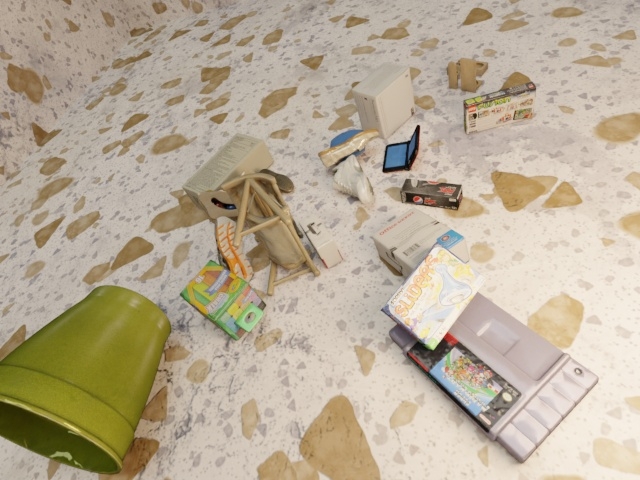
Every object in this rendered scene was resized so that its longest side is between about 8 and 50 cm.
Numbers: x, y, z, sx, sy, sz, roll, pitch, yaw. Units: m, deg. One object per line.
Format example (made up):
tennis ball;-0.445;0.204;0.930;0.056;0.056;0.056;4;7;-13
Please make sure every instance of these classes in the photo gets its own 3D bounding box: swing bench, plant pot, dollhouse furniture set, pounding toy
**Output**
swing bench;-0.141;-0.030;1.138;0.165;0.253;0.254;-23;49;2
plant pot;-0.560;0.313;0.991;0.367;0.366;0.352;-2;40;20
dollhouse furniture set;0.535;-0.647;1.465;0.144;0.123;0.151;27;66;36
pounding toy;-0.260;-0.154;1.308;0.270;0.155;0.154;-11;84;-16

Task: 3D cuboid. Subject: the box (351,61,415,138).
box;0.228;-0.494;1.421;0.182;0.180;0.119;-44;50;-16

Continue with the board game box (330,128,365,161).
board game box;0.101;-0.330;1.438;0.133;0.033;0.168;-10;48;19

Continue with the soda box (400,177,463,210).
soda box;0.324;-0.136;1.177;0.169;0.053;0.060;12;58;28

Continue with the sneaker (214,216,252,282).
sneaker;-0.272;0.032;1.178;0.083;0.214;0.084;8;29;40

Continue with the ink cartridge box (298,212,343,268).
ink cartridge box;0.000;0.000;1.161;0.056;0.099;0.135;-31;47;-4

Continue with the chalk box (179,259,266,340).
chalk box;-0.249;0.172;1.096;0.213;0.132;0.132;23;64;34

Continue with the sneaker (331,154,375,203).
sneaker;0.098;-0.178;1.289;0.115;0.090;0.232;-27;39;8

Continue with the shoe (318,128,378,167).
shoe;0.101;-0.313;1.365;0.219;0.076;0.058;-24;90;4

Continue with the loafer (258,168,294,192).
loafer;-0.153;-0.208;1.427;0.148;0.050;0.056;33;72;21

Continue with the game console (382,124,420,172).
game console;0.265;-0.301;1.318;0.085;0.124;0.143;14;55;-2

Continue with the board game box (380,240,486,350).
board game box;0.248;0.119;0.885;0.136;0.035;0.201;39;77;10

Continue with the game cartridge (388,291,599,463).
game cartridge;0.343;0.247;0.855;0.230;0.068;0.355;-36;49;-15

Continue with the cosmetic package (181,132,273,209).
cosmetic package;-0.338;-0.248;1.488;0.160;0.113;0.309;24;64;34

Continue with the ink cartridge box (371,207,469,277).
ink cartridge box;0.252;0.017;1.033;0.148;0.085;0.203;-33;35;-7

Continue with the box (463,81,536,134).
box;0.564;-0.416;1.272;0.207;0.114;0.036;-12;49;11
